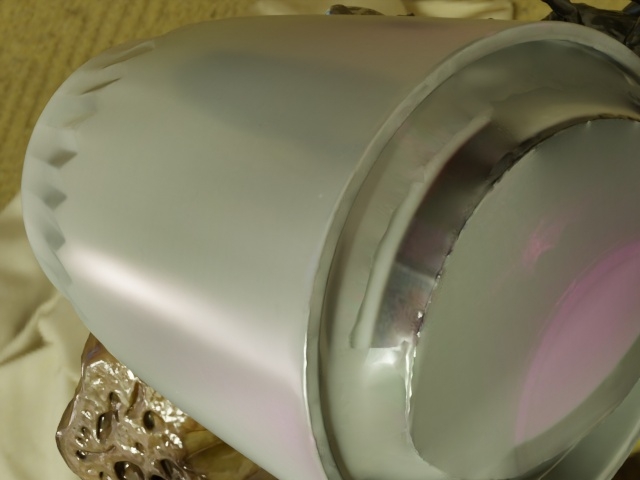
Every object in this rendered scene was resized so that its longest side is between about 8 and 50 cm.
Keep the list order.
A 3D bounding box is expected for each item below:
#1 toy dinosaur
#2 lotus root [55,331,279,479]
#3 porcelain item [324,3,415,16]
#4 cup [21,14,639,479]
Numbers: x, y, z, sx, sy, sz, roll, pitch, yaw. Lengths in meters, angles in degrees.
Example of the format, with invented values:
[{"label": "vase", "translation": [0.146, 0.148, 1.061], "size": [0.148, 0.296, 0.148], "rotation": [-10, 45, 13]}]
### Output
[{"label": "toy dinosaur", "translation": [0.204, -0.109, 0.819], "size": [0.187, 0.087, 0.178], "rotation": [1, 117, 15]}, {"label": "lotus root", "translation": [-0.087, 0.152, 1.060], "size": [0.316, 0.250, 0.316], "rotation": [23, 129, 31]}, {"label": "porcelain item", "translation": [0.051, -0.128, 1.215], "size": [0.138, 0.288, 0.186], "rotation": [3, 132, -32]}, {"label": "cup", "translation": [0.000, 0.000, 0.631], "size": [0.372, 0.253, 0.253], "rotation": [17, 154, 51]}]
